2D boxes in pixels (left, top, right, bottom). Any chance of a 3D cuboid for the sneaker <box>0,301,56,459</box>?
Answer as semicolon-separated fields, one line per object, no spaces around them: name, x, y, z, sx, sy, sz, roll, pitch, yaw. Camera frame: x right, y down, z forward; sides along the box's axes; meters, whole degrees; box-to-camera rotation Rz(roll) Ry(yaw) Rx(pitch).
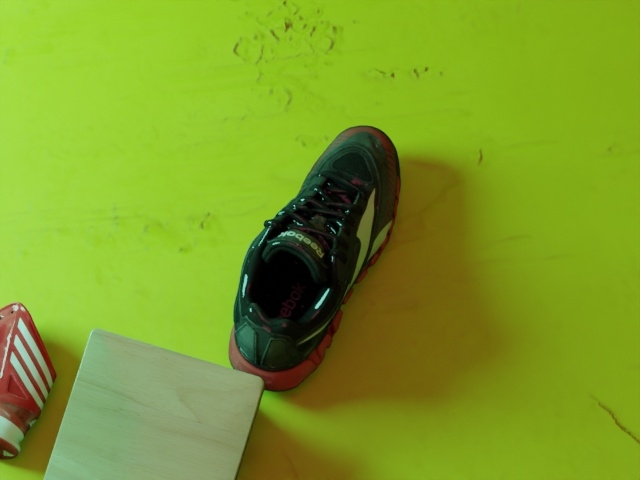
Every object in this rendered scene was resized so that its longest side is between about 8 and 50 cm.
sneaker;-0.342;0.096;1.564;0.221;0.087;0.128;32;62;-2

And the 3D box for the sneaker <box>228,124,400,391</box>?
sneaker;0.000;0.000;1.569;0.098;0.135;0.276;23;68;10

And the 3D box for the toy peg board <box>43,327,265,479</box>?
toy peg board;-0.145;0.179;1.537;0.161;0.079;0.160;16;84;6
